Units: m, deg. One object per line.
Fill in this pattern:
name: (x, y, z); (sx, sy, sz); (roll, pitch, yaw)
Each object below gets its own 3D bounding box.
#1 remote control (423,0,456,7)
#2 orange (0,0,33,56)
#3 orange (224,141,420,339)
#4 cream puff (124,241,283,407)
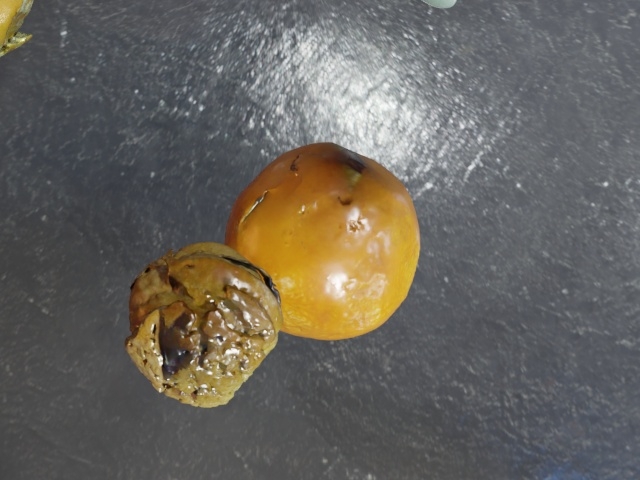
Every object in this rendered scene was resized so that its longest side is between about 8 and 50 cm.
remote control: (0.045, -0.300, 0.585); (0.045, 0.097, 0.256); (-24, 83, -1)
orange: (-0.393, -0.279, 0.835); (0.157, 0.156, 0.134); (-36, 97, 12)
orange: (0.000, 0.000, 0.898); (0.246, 0.246, 0.246); (-1, 113, -2)
cream puff: (-0.092, 0.069, 0.566); (0.120, 0.104, 0.133); (9, 105, -10)
